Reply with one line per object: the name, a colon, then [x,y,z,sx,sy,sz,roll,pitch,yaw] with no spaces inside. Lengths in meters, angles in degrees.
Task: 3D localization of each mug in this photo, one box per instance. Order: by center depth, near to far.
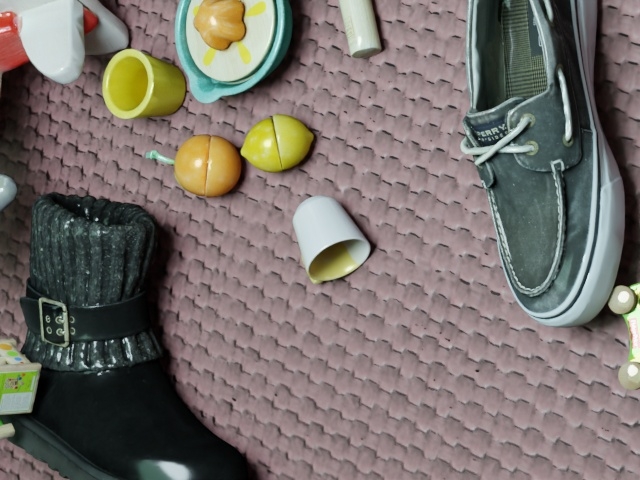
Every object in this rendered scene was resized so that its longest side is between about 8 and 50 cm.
mug: [-0.001,-0.002,1.663,0.078,0.062,0.064,-40,57,22]

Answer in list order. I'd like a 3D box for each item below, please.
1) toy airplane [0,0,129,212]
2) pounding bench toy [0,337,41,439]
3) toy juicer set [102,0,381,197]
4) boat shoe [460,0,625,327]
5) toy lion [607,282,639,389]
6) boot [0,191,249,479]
toy airplane: [-0.382,-0.186,1.873,0.384,0.272,0.386,35,73,23]
pounding bench toy: [-0.316,0.145,1.766,0.065,0.052,0.083,35,117,45]
toy juicer set: [-0.064,-0.175,1.700,0.329,0.089,0.209,-43,64,28]
boat shoe: [0.164,-0.095,1.494,0.121,0.119,0.335,-15,75,44]
toy lion: [0.286,0.079,1.457,0.096,0.034,0.100,-12,80,30]
boot: [-0.180,0.107,1.750,0.348,0.131,0.260,21,100,37]
